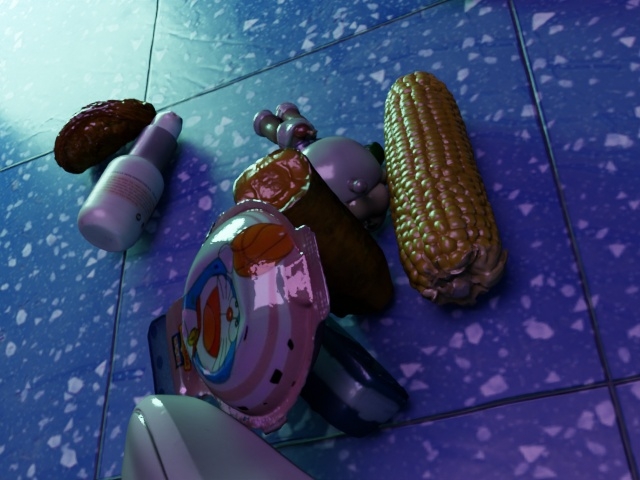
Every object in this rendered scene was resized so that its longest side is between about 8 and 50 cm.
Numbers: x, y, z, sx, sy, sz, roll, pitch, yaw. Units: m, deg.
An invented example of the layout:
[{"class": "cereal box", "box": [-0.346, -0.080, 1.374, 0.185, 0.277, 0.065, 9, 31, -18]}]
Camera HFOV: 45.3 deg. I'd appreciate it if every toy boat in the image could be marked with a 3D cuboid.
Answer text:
[{"class": "toy boat", "box": [-0.040, 0.070, 0.719, 0.061, 0.096, 0.299, -51, 48, 2]}]

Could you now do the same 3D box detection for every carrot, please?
[{"class": "carrot", "box": [0.000, 0.000, 0.687, 0.082, 0.173, 0.082, -26, 36, 22]}]

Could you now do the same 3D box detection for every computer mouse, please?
[{"class": "computer mouse", "box": [-0.066, 0.241, 0.565, 0.297, 0.184, 0.121, 26, 37, 30]}]

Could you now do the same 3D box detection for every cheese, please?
[{"class": "cheese", "box": [-0.079, 0.073, 0.639, 0.286, 0.074, 0.188, -32, 62, 47]}]

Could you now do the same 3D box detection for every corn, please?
[{"class": "corn", "box": [0.107, -0.056, 0.721, 0.091, 0.091, 0.260, -22, 47, 19]}]

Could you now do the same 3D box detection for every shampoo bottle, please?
[{"class": "shampoo bottle", "box": [-0.223, -0.076, 0.929, 0.074, 0.074, 0.192, -2, 50, 28]}]

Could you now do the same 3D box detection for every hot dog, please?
[{"class": "hot dog", "box": [-0.284, -0.143, 1.004, 0.147, 0.099, 0.065, -28, 95, 12]}]

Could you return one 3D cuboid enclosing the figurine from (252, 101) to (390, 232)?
[{"class": "figurine", "box": [-0.002, -0.073, 0.795, 0.147, 0.093, 0.197, -26, 39, -16]}]
